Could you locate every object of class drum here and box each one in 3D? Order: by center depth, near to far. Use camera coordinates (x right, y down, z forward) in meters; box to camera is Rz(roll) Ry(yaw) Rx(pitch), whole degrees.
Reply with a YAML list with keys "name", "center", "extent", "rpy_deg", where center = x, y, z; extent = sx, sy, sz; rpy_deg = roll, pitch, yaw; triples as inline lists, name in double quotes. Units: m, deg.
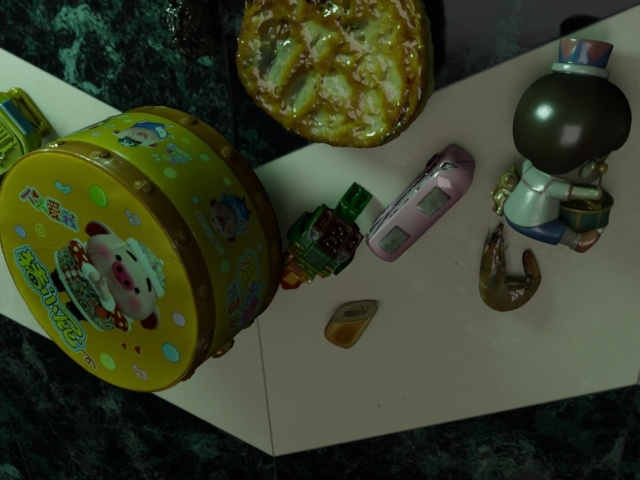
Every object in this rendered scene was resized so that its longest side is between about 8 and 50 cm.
- name: "drum"
  center: [-0.287, 0.012, 1.155]
  extent: [0.432, 0.214, 0.430]
  rpy_deg: [16, 124, 25]

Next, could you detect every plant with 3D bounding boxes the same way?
- name: "plant"
  center: [-0.193, -0.338, 1.045]
  extent: [0.085, 0.087, 0.174]
  rpy_deg: [16, 124, 38]

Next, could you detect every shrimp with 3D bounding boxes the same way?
- name: "shrimp"
  center: [0.297, 0.045, 1.141]
  extent: [0.095, 0.045, 0.162]
  rpy_deg: [4, 120, 15]

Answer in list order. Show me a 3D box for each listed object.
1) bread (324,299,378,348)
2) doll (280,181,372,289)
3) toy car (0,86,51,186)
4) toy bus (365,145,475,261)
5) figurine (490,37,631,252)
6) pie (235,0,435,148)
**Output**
- name: "bread"
  center: [0.050, 0.139, 1.276]
  extent: [0.062, 0.049, 0.103]
  rpy_deg: [24, 124, -7]
- name: "doll"
  center: [-0.003, 0.006, 1.171]
  extent: [0.106, 0.134, 0.186]
  rpy_deg: [36, 132, -11]
- name: "toy car"
  center: [-0.578, -0.158, 1.237]
  extent: [0.248, 0.142, 0.200]
  rpy_deg: [-25, 111, 19]
- name: "toy bus"
  center: [0.147, -0.052, 1.101]
  extent: [0.063, 0.090, 0.203]
  rpy_deg: [37, 125, -7]
- name: "figurine"
  center: [0.330, -0.127, 0.969]
  extent: [0.158, 0.161, 0.275]
  rpy_deg: [-14, 128, -21]
- name: "pie"
  center: [0.016, -0.271, 1.012]
  extent: [0.316, 0.092, 0.315]
  rpy_deg: [11, 123, 17]
